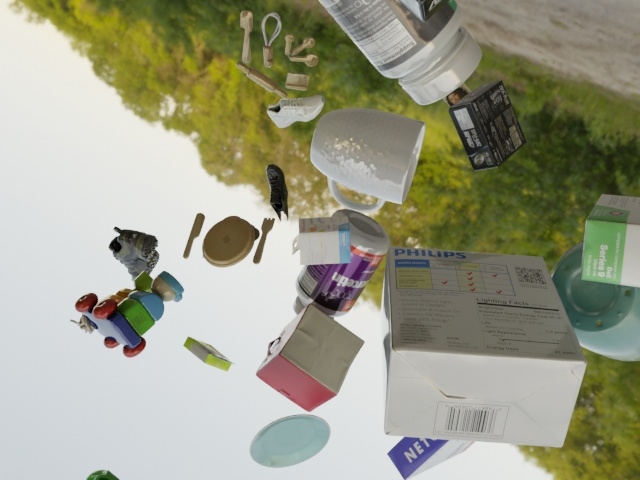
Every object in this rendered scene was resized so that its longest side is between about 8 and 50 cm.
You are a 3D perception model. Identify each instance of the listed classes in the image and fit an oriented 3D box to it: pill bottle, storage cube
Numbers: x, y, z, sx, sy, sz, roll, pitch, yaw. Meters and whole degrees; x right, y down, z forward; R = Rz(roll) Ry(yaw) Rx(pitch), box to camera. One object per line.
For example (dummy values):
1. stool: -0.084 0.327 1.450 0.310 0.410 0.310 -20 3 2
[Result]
1. pill bottle: 0.148 -0.457 1.358 0.361 0.204 0.204 44 -177 -24
2. pill bottle: 0.048 0.084 1.904 0.181 0.323 0.181 24 -155 -12
3. storage cube: -0.030 0.317 1.839 0.215 0.183 0.193 36 144 -4

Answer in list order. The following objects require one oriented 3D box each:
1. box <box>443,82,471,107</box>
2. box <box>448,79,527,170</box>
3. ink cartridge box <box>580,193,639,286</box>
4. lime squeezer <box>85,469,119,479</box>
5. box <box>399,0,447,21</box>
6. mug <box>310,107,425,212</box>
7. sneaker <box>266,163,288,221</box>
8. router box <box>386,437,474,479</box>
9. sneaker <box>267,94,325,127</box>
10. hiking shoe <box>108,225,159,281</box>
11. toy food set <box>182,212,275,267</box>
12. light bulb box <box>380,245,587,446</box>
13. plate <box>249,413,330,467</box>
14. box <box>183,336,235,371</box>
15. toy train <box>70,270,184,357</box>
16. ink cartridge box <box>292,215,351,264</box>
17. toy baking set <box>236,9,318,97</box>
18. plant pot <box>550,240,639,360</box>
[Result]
1. box: 0.465 -0.529 2.401 0.058 0.087 0.232 9 -139 -48
2. box: 0.424 -0.290 1.733 0.077 0.147 0.180 -5 118 54
3. ink cartridge box: 0.629 0.007 1.207 0.289 0.121 0.211 8 -162 28
4. lime squeezer: -0.407 0.456 1.218 0.059 0.110 0.310 60 147 -3
5. box: 0.137 -0.483 0.993 0.270 0.216 0.060 49 -177 17
6. mug: 0.141 -0.255 2.261 0.328 0.374 0.276 17 -141 11
7. sneaker: -0.131 -0.145 2.100 0.170 0.051 0.089 70 -160 -43
8. router box: 0.369 0.446 1.731 0.301 0.335 0.082 -3 -132 -48
9. sneaker: -0.059 -0.306 1.590 0.152 0.053 0.061 -14 146 33
10. hiking shoe: -0.475 0.031 1.736 0.114 0.086 0.227 27 146 0
11. toy food set: -0.194 0.003 1.474 0.192 0.132 0.038 5 152 22
12. light bulb box: 0.307 0.205 1.416 0.358 0.225 0.361 4 -150 2
13. plate: -0.069 0.445 1.537 0.188 0.188 0.024 25 -154 -34
14. box: -0.379 0.390 2.334 0.109 0.042 0.178 31 175 -41
15. toy train: -0.349 0.108 1.209 0.248 0.143 0.105 4 131 52
16. ink cartridge box: 0.000 0.000 1.685 0.143 0.090 0.092 -2 -155 -2
17. toy baking set: -0.124 -0.491 1.799 0.256 0.197 0.030 26 -145 -22
18. plant pot: 0.646 0.121 1.526 0.235 0.293 0.293 11 -159 -48
